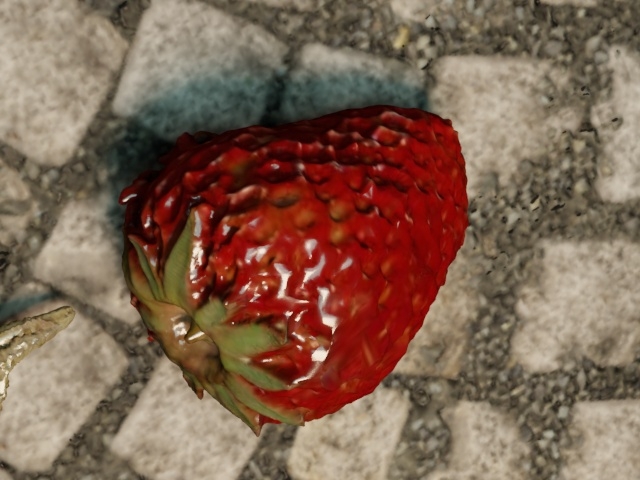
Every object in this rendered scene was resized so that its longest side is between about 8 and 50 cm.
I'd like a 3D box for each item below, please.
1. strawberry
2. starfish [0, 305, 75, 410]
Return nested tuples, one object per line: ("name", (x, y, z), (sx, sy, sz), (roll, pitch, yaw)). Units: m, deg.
("strawberry", (0.000, 0.000, 1.254), (0.244, 0.205, 0.205), (-39, 116, -31))
("starfish", (-0.295, 0.135, 1.217), (0.301, 0.084, 0.293), (8, 97, -26))
